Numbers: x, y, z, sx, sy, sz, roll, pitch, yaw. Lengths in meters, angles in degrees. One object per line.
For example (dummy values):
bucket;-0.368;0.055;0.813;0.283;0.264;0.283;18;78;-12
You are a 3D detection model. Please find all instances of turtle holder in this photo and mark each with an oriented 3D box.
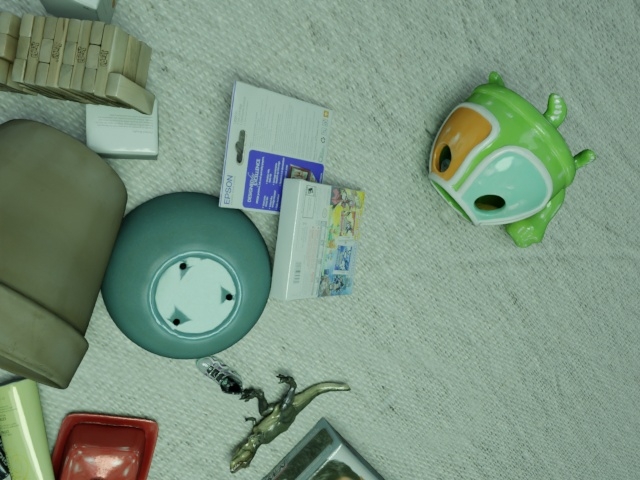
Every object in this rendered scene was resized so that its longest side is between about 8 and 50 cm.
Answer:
turtle holder;0.347;-0.139;0.920;0.227;0.243;0.320;-44;148;6

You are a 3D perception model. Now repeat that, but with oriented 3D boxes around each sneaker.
sneaker;-0.177;0.246;0.851;0.098;0.069;0.038;34;85;-19

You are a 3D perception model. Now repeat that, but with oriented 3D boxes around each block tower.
block tower;-0.394;-0.249;0.644;0.336;0.091;0.097;12;93;9

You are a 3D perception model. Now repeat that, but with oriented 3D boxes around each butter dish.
butter dish;-0.363;0.383;0.779;0.160;0.118;0.159;14;91;-19

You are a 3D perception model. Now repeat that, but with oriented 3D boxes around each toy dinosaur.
toy dinosaur;-0.077;0.317;0.900;0.268;0.064;0.118;-33;111;-15

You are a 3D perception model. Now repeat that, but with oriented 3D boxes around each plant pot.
plant pot;-0.204;0.069;0.756;0.290;0.195;0.290;-2;97;-18
plant pot;-0.414;0.004;0.632;0.323;0.323;0.280;33;58;-19

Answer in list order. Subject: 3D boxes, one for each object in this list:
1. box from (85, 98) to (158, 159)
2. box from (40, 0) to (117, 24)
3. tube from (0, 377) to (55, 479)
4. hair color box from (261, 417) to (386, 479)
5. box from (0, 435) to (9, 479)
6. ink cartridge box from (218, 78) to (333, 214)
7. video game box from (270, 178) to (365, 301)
box;-0.308;-0.174;0.745;0.101;0.102;0.087;-1;93;-19
box;-0.341;-0.415;0.692;0.091;0.130;0.170;19;89;-20
tube;-0.460;0.338;0.746;0.062;0.070;0.240;-12;89;-25
hair color box;0.071;0.558;0.944;0.185;0.114;0.374;-43;106;-9
box;-0.615;0.310;0.723;0.175;0.051;0.220;-26;104;-14
ink cartridge box;-0.080;-0.149;0.820;0.208;0.045;0.206;5;95;-40
video game box;0.000;0.000;0.851;0.187;0.048;0.205;3;95;-48
